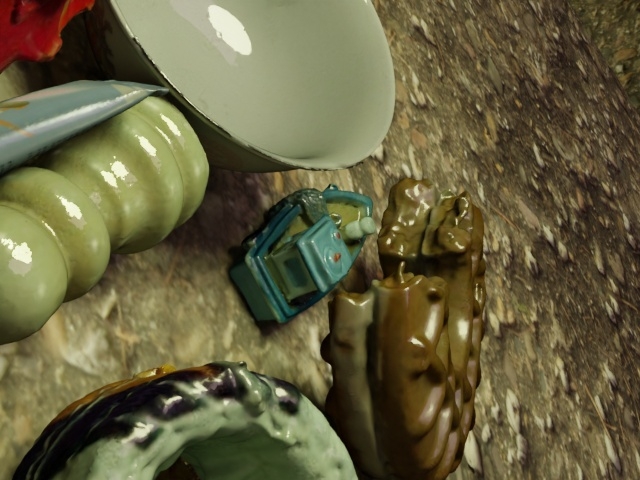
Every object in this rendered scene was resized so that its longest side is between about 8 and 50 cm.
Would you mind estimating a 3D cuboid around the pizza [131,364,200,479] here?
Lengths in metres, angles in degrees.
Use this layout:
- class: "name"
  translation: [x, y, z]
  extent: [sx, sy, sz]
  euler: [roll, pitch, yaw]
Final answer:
- class: "pizza"
  translation: [-0.073, 0.186, 0.875]
  extent: [0.199, 0.062, 0.188]
  euler: [1, 68, -60]

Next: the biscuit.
- class: "biscuit"
  translation: [0.096, 0.100, 1.092]
  extent: [0.366, 0.115, 0.268]
  euler: [-46, 135, -64]

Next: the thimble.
- class: "thimble"
  translation: [-0.082, 0.198, 0.709]
  extent: [0.237, 0.150, 0.238]
  euler: [12, 70, -36]

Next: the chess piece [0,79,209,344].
- class: "chess piece"
  translation: [-0.193, -0.012, 0.788]
  extent: [0.133, 0.133, 0.243]
  euler: [56, 35, -14]

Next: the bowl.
- class: "bowl"
  translation: [-0.102, -0.185, 1.004]
  extent: [0.345, 0.157, 0.346]
  euler: [25, 50, -34]

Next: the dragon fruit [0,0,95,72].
- class: "dragon fruit"
  translation: [-0.273, -0.259, 0.680]
  extent: [0.371, 0.248, 0.387]
  euler: [-56, 131, -58]

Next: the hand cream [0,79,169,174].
- class: "hand cream"
  translation: [-0.226, -0.064, 0.735]
  extent: [0.256, 0.088, 0.055]
  euler: [-28, 115, -35]

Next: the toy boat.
- class: "toy boat"
  translation: [0.000, 0.000, 1.113]
  extent: [0.109, 0.098, 0.238]
  euler: [62, 28, -9]
